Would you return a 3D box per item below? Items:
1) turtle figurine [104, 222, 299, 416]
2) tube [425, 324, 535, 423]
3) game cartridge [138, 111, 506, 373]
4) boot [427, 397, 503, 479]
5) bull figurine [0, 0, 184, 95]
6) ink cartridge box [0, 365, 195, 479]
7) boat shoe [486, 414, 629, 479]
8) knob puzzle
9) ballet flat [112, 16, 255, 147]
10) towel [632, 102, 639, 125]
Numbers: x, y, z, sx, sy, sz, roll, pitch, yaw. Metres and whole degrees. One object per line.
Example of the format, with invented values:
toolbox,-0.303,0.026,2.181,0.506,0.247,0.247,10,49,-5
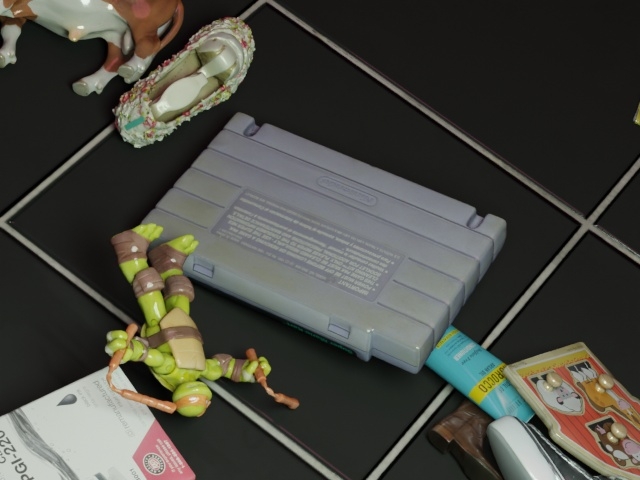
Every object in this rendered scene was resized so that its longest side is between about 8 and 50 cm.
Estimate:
turtle figurine,-0.144,0.099,1.842,0.269,0.087,0.217,10,56,-45
tube,0.154,0.133,1.939,0.207,0.052,0.080,37,51,21
game cartridge,0.000,0.000,1.970,0.355,0.068,0.230,23,55,19
boot,0.188,0.209,1.924,0.106,0.037,0.114,43,50,13
bull figurine,-0.320,-0.285,2.100,0.310,0.101,0.188,14,56,-3
ink cartridge box,-0.257,0.240,1.738,0.218,0.092,0.158,-26,65,-28
boat shoe,0.293,0.291,1.822,0.102,0.108,0.301,-35,76,-14
knob puzzle,0.310,0.191,1.923,0.213,0.030,0.213,27,31,-18
ballet flat,-0.144,-0.190,2.086,0.091,0.077,0.241,53,56,-14
towel,0.446,-0.158,2.278,0.083,0.009,0.060,25,51,3
